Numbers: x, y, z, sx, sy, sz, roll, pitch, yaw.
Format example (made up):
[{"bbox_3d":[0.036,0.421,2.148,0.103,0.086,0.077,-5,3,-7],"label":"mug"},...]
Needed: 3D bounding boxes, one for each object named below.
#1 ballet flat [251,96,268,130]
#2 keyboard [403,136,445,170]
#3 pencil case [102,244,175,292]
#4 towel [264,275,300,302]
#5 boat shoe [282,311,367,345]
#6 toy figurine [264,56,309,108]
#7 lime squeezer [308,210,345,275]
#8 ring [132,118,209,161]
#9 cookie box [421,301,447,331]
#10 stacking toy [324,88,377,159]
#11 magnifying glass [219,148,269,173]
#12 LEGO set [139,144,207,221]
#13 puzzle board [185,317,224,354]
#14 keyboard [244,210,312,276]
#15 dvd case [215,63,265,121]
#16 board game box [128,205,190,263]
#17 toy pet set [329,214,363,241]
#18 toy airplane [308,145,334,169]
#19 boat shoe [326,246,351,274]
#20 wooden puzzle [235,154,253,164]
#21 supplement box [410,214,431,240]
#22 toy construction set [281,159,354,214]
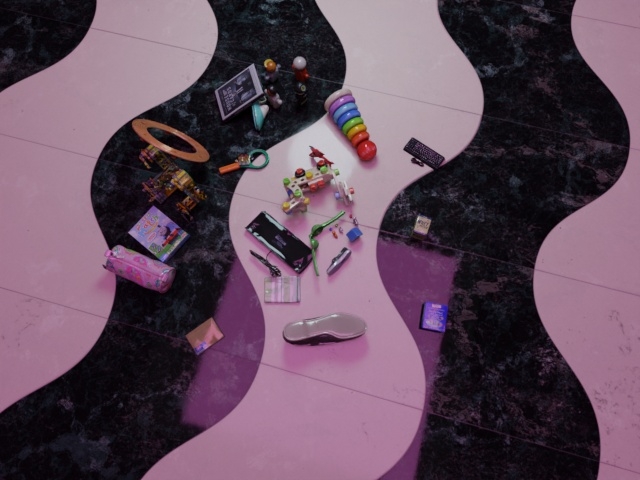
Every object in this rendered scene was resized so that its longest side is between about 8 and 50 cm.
[{"bbox_3d":[-0.289,-0.629,1.995,0.087,0.083,0.247,-15,75,-8],"label":"ballet flat"},{"bbox_3d":[0.461,-0.384,1.939,0.180,0.023,0.108,36,79,11],"label":"keyboard"},{"bbox_3d":[-0.749,0.117,1.781,0.284,0.124,0.124,23,76,7],"label":"pencil case"},{"bbox_3d":[-0.159,0.204,1.791,0.151,0.023,0.113,-2,74,1],"label":"towel"},{"bbox_3d":[0.016,0.360,1.720,0.335,0.095,0.112,-4,61,-4],"label":"boat shoe"},{"bbox_3d":[-0.157,-0.730,1.984,0.209,0.148,0.213,-1,75,1],"label":"toy figurine"},{"bbox_3d":[0.000,0.000,1.821,0.109,0.059,0.310,22,69,4],"label":"lime squeezer"},{"bbox_3d":[-0.640,-0.421,1.843,0.336,0.336,0.032,35,109,10],"label":"ring"},{"bbox_3d":[0.461,0.310,1.736,0.091,0.040,0.107,11,75,5],"label":"cookie box"},{"bbox_3d":[0.152,-0.510,1.929,0.141,0.141,0.330,-28,79,-6],"label":"stacking toy"},{"bbox_3d":[-0.345,-0.349,1.950,0.230,0.026,0.092,-18,75,-5],"label":"magnifying glass"},{"bbox_3d":[-0.659,-0.232,1.811,0.331,0.255,0.192,42,79,15],"label":"LEGO set"},{"bbox_3d":[-0.472,0.391,1.754,0.128,0.011,0.096,-35,78,-7],"label":"puzzle board"},{"bbox_3d":[-0.196,0.032,1.835,0.317,0.033,0.201,39,72,12],"label":"keyboard"},{"bbox_3d":[-0.373,-0.680,1.980,0.238,0.029,0.179,-26,68,20],"label":"dvd case"},{"bbox_3d":[-0.698,-0.027,1.860,0.211,0.039,0.160,37,79,11],"label":"board game box"},{"bbox_3d":[0.116,-0.048,1.831,0.122,0.065,0.114,-35,76,-7],"label":"toy pet set"},{"bbox_3d":[0.005,-0.369,1.897,0.151,0.151,0.028,36,80,10],"label":"toy airplane"},{"bbox_3d":[0.072,0.087,1.809,0.142,0.049,0.040,-45,59,-12],"label":"boat shoe"},{"bbox_3d":[-0.344,-0.364,1.937,0.083,0.006,0.049,-2,74,0],"label":"wooden puzzle"},{"bbox_3d":[0.424,-0.054,1.816,0.056,0.083,0.083,19,76,7],"label":"supplement box"},{"bbox_3d":[-0.021,-0.222,1.839,0.327,0.151,0.215,-10,50,-9],"label":"toy construction set"}]
